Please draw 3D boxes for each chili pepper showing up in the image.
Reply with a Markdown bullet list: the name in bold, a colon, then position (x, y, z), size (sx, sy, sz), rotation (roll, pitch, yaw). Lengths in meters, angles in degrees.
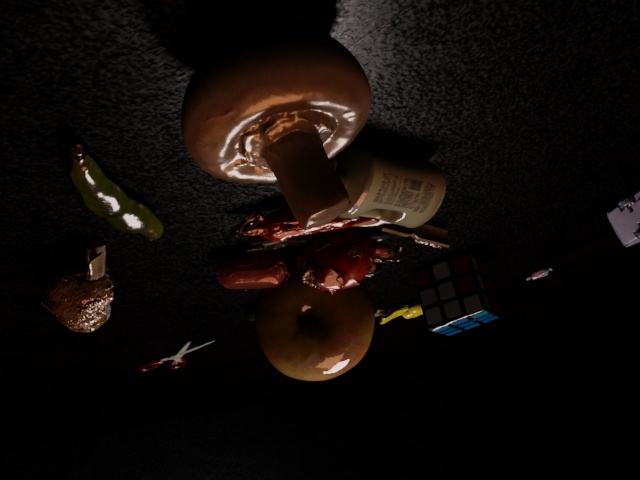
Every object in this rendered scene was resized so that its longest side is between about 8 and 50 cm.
- **chili pepper**: position (0.086, 0.084, 1.575), size (0.118, 0.035, 0.055), rotation (-31, 168, 17)

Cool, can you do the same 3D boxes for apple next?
- **apple**: position (-0.010, 0.164, 1.403), size (0.256, 0.257, 0.234), rotation (-17, 171, 6)

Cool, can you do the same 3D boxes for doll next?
- **doll**: position (-0.402, 0.089, 1.139), size (0.114, 0.105, 0.221), rotation (-1, 157, -29)

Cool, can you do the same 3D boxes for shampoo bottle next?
- **shampoo bottle**: position (0.084, -0.082, 1.032), size (0.234, 0.087, 0.118), rotation (6, 130, -43)

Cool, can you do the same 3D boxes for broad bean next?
- **broad bean**: position (-0.289, -0.055, 0.926), size (0.060, 0.043, 0.297), rotation (-24, 159, -1)

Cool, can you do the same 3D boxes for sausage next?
- **sausage**: position (-0.130, 0.060, 1.289), size (0.141, 0.076, 0.076), rotation (-3, 160, 1)

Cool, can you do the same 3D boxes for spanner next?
- **spanner**: position (0.000, 0.000, 1.306), size (0.315, 0.024, 0.087), rotation (-3, 159, -32)

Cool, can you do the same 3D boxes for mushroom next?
- **mushroom**: position (-0.035, -0.109, 0.708), size (0.207, 0.215, 0.207), rotation (-20, 160, -8)

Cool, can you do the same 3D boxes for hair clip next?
- **hair clip**: position (0.257, 0.208, 1.997), size (0.173, 0.046, 0.072), rotation (-10, 155, -12)

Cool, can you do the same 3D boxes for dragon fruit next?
- **dragon fruit**: position (0.063, 0.026, 1.244), size (0.246, 0.125, 0.125), rotation (-3, -158, -36)

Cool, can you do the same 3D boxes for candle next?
- **candle**: position (-0.006, -0.036, 1.148), size (0.301, 0.059, 0.084), rotation (-9, 150, -12)

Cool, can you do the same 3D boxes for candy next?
- **candy**: position (0.663, 0.103, 2.029), size (0.083, 0.020, 0.030), rotation (-28, 156, 28)

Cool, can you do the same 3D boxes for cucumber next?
- **cucumber**: position (-0.142, 0.167, 1.619), size (0.105, 0.048, 0.048), rotation (-19, 160, 18)

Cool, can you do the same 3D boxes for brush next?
- **brush**: position (0.186, -0.018, 1.349), size (0.036, 0.043, 0.248), rotation (-20, 160, 36)

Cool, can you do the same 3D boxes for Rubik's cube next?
- **Rubik's cube**: position (0.348, 0.141, 1.712), size (0.162, 0.163, 0.160), rotation (-21, 159, 23)

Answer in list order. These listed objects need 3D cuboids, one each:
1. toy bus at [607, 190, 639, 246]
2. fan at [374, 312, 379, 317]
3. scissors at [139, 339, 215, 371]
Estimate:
- **toy bus**: position (0.772, -0.099, 1.454), size (0.135, 0.109, 0.330), rotation (-20, 163, -18)
- **fan**: position (0.162, 0.231, 2.058), size (0.080, 0.003, 0.060), rotation (-25, 158, 27)
- **scissors**: position (-0.401, 0.325, 1.909), size (0.144, 0.017, 0.247), rotation (5, 151, -44)
